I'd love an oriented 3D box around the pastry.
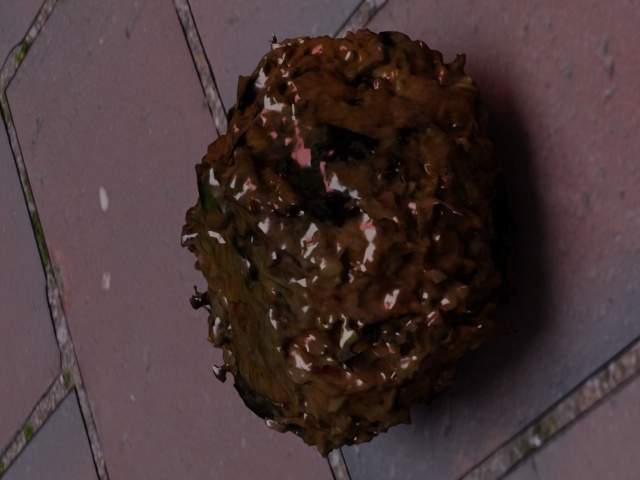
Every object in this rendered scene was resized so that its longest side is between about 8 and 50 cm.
[{"bbox_3d":[0.000,0.000,0.992,0.275,0.193,0.275,3,93,54],"label":"pastry"}]
